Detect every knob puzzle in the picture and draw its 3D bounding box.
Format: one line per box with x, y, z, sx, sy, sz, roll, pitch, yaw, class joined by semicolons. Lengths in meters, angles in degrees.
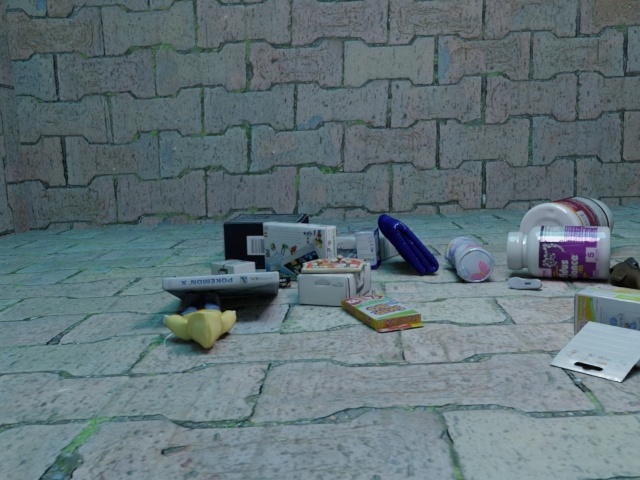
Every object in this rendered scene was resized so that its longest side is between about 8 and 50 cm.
0.042;0.063;1.879;0.213;0.029;0.213;-3;8;0;knob puzzle

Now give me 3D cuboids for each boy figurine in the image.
-0.294;0.191;1.537;0.177;0.092;0.285;-1;5;-10;boy figurine

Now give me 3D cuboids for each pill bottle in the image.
0.752;0.037;2.002;0.302;0.169;0.169;1;9;24;pill bottle
0.912;-0.046;2.314;0.224;0.223;0.392;5;11;42;pill bottle

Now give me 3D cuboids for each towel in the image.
0.299;0.015;2.249;0.076;0.227;0.308;-43;8;1;towel

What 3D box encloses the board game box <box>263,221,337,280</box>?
-0.072;0.040;2.134;0.305;0.192;0.053;6;12;43;board game box

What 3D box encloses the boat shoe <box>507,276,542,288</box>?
0.611;0.131;1.886;0.100;0.035;0.035;-2;-20;31;boat shoe

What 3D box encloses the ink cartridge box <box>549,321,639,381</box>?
0.565;0.231;1.253;0.179;0.045;0.145;-32;26;-35;ink cartridge box

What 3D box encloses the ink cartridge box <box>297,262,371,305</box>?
0.045;0.125;1.872;0.159;0.092;0.218;1;7;21;ink cartridge box

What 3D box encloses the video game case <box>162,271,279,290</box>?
-0.268;0.132;1.785;0.300;0.036;0.329;-3;-10;-5;video game case

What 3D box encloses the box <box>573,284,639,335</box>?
0.670;0.166;1.368;0.114;0.103;0.203;-10;11;-40;box

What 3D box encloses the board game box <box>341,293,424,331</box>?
0.157;0.185;1.641;0.124;0.039;0.259;-6;12;-18;board game box

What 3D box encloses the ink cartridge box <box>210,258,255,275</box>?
-0.308;0.103;2.234;0.135;0.056;0.099;5;11;44;ink cartridge box

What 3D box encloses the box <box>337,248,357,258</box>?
0.045;0.077;2.310;0.183;0.056;0.231;-2;8;13;box

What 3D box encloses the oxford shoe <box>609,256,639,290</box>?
0.877;0.118;1.789;0.096;0.082;0.227;-24;6;13;oxford shoe

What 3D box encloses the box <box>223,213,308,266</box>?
-0.202;-0.004;2.492;0.297;0.182;0.294;0;10;6;box

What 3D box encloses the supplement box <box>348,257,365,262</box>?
0.109;0.103;2.019;0.056;0.083;0.083;-1;8;16;supplement box

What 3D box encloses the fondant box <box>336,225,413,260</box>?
0.203;0.010;2.584;0.238;0.096;0.330;3;9;33;fondant box

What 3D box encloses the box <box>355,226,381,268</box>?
0.177;0.027;2.325;0.072;0.137;0.126;-3;8;14;box

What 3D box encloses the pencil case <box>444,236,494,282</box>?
0.490;0.060;2.106;0.124;0.113;0.273;-12;8;3;pencil case

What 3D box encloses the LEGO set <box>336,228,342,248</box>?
0.000;0.000;2.360;0.093;0.086;0.227;0;8;22;LEGO set

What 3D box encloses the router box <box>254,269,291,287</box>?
-0.159;0.129;2.082;0.092;0.038;0.122;-5;8;-20;router box
